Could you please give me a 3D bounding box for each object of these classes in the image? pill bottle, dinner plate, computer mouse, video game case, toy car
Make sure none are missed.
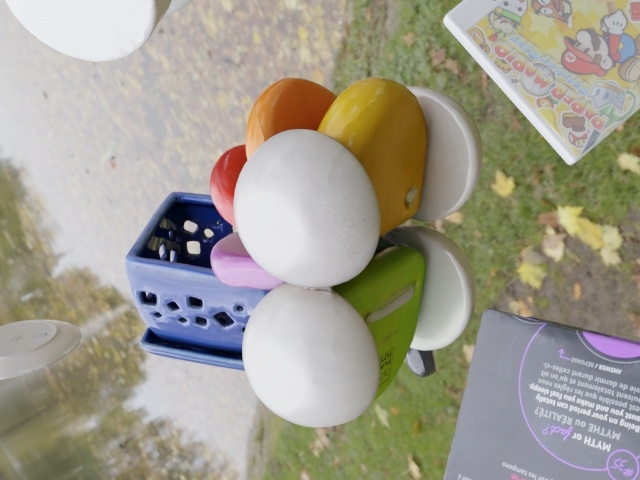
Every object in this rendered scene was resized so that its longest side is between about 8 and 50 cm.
[{"bbox_3d":[-0.124,-0.229,0.597,0.131,0.229,0.131,9,137,8],"label":"pill bottle"},{"bbox_3d":[-0.340,0.115,0.973,0.141,0.141,0.017,22,124,51],"label":"dinner plate"},{"bbox_3d":[0.141,0.124,1.306,0.242,0.041,0.071,-84,-19,-65],"label":"computer mouse"},{"bbox_3d":[0.293,-0.237,1.010,0.227,0.206,0.026,50,175,4],"label":"video game case"},{"bbox_3d":[0.000,0.000,0.471,0.136,0.159,0.181,13,115,33],"label":"toy car"}]

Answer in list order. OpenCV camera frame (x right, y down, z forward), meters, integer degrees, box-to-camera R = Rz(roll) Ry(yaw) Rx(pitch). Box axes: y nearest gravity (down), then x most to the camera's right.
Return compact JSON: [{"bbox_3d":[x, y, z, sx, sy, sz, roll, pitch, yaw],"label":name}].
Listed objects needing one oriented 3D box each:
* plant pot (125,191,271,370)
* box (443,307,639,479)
[{"bbox_3d":[-0.168,0.073,1.421,0.236,0.236,0.212,9,122,7],"label":"plant pot"},{"bbox_3d":[0.192,0.203,0.642,0.165,0.143,0.270,12,87,48],"label":"box"}]
